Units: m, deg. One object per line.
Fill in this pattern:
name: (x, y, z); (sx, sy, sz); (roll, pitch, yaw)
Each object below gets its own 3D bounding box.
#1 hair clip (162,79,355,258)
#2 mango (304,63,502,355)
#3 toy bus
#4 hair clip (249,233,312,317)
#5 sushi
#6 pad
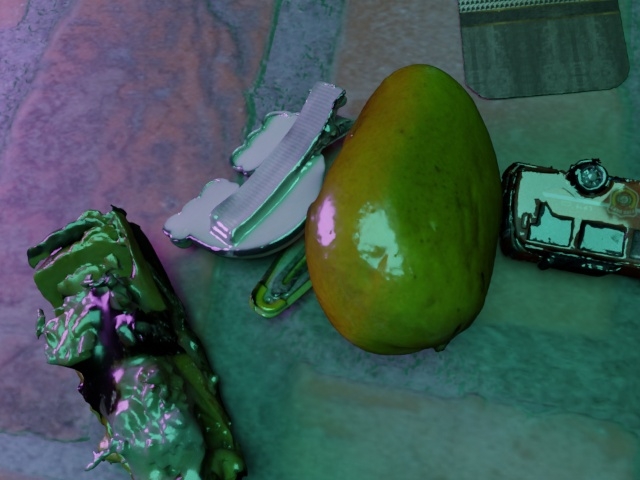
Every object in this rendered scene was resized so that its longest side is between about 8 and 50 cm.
hair clip: (-0.052, -0.062, 0.535); (0.140, 0.054, 0.220); (35, 81, 33)
mango: (0.076, -0.032, 0.463); (0.167, 0.130, 0.261); (31, 63, -23)
toy bus: (0.275, -0.011, 0.469); (0.235, 0.073, 0.096); (9, 81, 12)
hair clip: (0.000, 0.000, 0.528); (0.060, 0.033, 0.188); (35, 75, 16)
sushi: (-0.177, 0.115, 0.475); (0.139, 0.131, 0.291); (-29, 78, -2)
pad: (0.308, -0.280, 0.553); (0.323, 0.055, 0.249); (-9, 70, 25)
